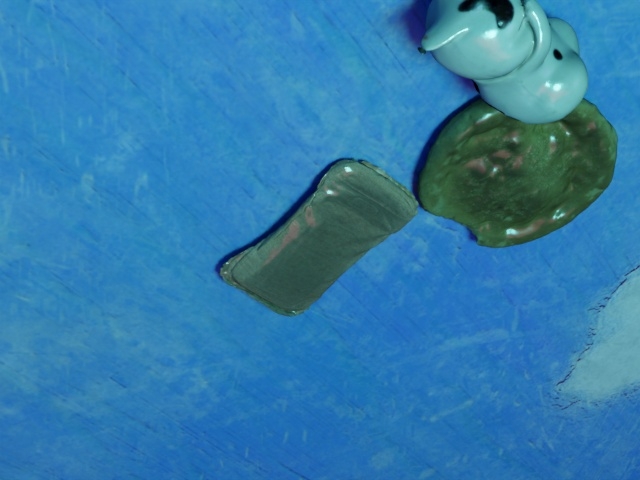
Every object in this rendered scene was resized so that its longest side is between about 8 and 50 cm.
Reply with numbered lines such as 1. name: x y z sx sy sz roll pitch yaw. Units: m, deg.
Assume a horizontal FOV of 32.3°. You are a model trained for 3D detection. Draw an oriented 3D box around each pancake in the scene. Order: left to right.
1. pancake: 0.216 -0.074 1.199 0.222 0.042 0.236 -28 136 11

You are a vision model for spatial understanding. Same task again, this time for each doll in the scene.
1. doll: 0.172 -0.181 1.026 0.107 0.110 0.180 -26 140 30

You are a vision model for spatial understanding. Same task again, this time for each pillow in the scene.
1. pillow: 0.002 0.001 1.198 0.211 0.034 0.135 -41 130 18
